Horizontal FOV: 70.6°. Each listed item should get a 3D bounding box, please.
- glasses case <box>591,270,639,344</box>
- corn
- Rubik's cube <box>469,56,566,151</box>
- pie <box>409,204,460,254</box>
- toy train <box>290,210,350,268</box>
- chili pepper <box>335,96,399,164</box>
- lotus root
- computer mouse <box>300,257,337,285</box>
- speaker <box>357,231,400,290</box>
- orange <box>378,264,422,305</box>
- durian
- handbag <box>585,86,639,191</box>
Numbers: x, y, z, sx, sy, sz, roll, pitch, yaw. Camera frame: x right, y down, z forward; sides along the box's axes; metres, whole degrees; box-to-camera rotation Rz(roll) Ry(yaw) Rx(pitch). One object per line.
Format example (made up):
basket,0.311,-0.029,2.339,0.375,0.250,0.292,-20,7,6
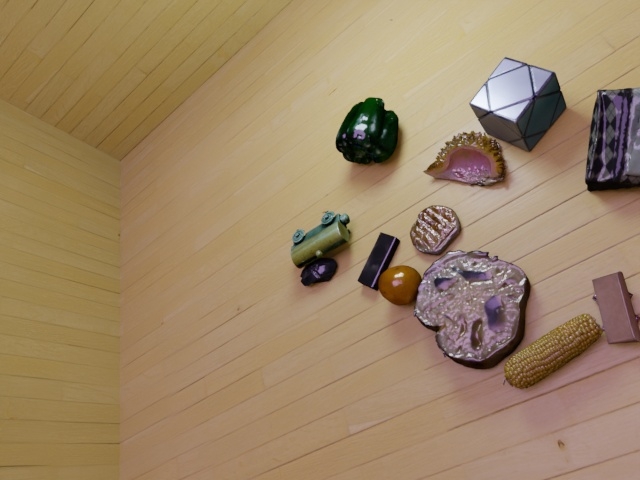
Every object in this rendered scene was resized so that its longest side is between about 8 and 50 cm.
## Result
glasses case,0.819,0.194,1.254,0.102,0.070,0.194,-38,47,55
corn,0.653,0.322,1.293,0.310,0.101,0.101,-41,51,13
Rubik's cube,0.680,-0.467,1.561,0.205,0.205,0.207,-52,50,7
pie,0.420,-0.043,1.676,0.195,0.046,0.195,-15,63,31
toy train,0.005,0.006,1.917,0.307,0.126,0.189,-31,48,22
chili pepper,0.203,-0.461,1.919,0.248,0.233,0.257,4,67,35
lotus root,0.493,0.206,1.468,0.375,0.111,0.390,-34,50,19
computer mouse,-0.015,0.129,1.925,0.192,0.062,0.106,-23,57,26
speaker,0.229,0.081,1.767,0.082,0.044,0.218,23,85,42
orange,0.287,0.162,1.619,0.159,0.159,0.136,-10,106,35
durian,0.548,-0.332,1.680,0.305,0.185,0.196,7,51,48
handbag,0.991,-0.273,1.268,0.416,0.180,0.317,7,83,35
